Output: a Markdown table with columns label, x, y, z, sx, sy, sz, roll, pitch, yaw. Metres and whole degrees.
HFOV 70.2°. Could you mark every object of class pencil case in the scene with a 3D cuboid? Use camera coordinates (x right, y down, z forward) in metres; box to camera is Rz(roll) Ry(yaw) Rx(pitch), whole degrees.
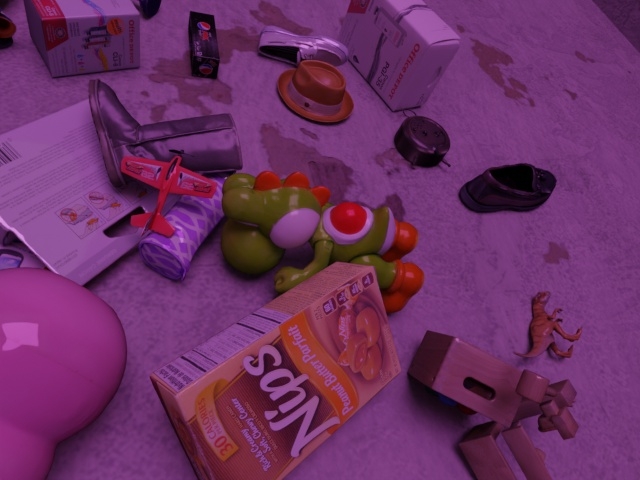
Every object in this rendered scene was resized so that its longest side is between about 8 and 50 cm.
| label | x | y | z | sx | sy | sz | roll | pitch | yaw |
| --- | --- | --- | --- | --- | --- | --- | --- | --- | --- |
| pencil case | -0.205 | -0.032 | 0.750 | 0.088 | 0.086 | 0.206 | 37 | 52 | -8 |

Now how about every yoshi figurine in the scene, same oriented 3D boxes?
| label | x | y | z | sx | sy | sz | roll | pitch | yaw |
| --- | --- | --- | --- | --- | --- | --- | --- | --- | --- |
| yoshi figurine | -0.014 | 0.008 | 0.776 | 0.361 | 0.203 | 0.203 | 21 | 91 | -24 |

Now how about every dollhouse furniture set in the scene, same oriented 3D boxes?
| label | x | y | z | sx | sy | sz | roll | pitch | yaw |
| --- | --- | --- | --- | --- | --- | --- | --- | --- | --- |
| dollhouse furniture set | 0.330 | 0.317 | 0.695 | 0.151 | 0.144 | 0.123 | -14 | 72 | -50 |

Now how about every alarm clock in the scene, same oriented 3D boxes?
| label | x | y | z | sx | sy | sz | roll | pitch | yaw |
| --- | --- | --- | --- | --- | --- | --- | --- | --- | --- |
| alarm clock | 0.242 | -0.259 | 1.106 | 0.129 | 0.064 | 0.192 | -2 | 54 | -23 |

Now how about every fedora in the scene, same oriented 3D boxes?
| label | x | y | z | sx | sy | sz | roll | pitch | yaw |
| --- | --- | --- | --- | --- | --- | --- | --- | --- | --- |
| fedora | -0.003 | -0.364 | 1.068 | 0.194 | 0.079 | 0.195 | 10 | 53 | -14 |

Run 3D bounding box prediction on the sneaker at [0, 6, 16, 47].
| label | x | y | z | sx | sy | sz | roll | pitch | yaw |
| --- | --- | --- | --- | --- | --- | --- | --- | --- | --- |
| sneaker | -0.640 | -0.474 | 0.880 | 0.180 | 0.125 | 0.321 | 33 | 61 | -2 |

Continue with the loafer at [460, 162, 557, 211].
| label | x | y | z | sx | sy | sz | roll | pitch | yaw |
| --- | --- | --- | --- | --- | --- | --- | --- | --- | --- |
| loafer | 0.473 | -0.135 | 1.085 | 0.302 | 0.095 | 0.109 | -11 | 61 | -28 |

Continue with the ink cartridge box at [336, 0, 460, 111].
| label | x | y | z | sx | sy | sz | roll | pitch | yaw |
| --- | --- | --- | --- | --- | --- | --- | --- | --- | --- |
| ink cartridge box | 0.187 | -0.506 | 1.162 | 0.117 | 0.207 | 0.283 | -22 | 66 | -31 |

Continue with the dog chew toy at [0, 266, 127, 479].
| label | x | y | z | sx | sy | sz | roll | pitch | yaw |
| --- | --- | --- | --- | --- | --- | --- | --- | --- | --- |
| dog chew toy | -0.354 | 0.193 | 0.464 | 0.206 | 0.207 | 0.332 | 26 | 59 | -3 |

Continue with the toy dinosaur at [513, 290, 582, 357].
| label | x | y | z | sx | sy | sz | roll | pitch | yaw |
| --- | --- | --- | --- | --- | --- | --- | --- | --- | --- |
| toy dinosaur | 0.431 | 0.185 | 0.876 | 0.112 | 0.064 | 0.211 | 22 | 39 | 17 |

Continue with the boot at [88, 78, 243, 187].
| label | x | y | z | sx | sy | sz | roll | pitch | yaw |
| --- | --- | --- | --- | --- | --- | --- | --- | --- | --- |
| boot | -0.246 | -0.184 | 0.736 | 0.208 | 0.076 | 0.190 | -16 | 90 | -12 |

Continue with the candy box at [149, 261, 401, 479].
| label | x | y | z | sx | sy | sz | roll | pitch | yaw |
| --- | --- | --- | --- | --- | --- | --- | --- | --- | --- |
| candy box | -0.037 | 0.177 | 0.609 | 0.316 | 0.087 | 0.183 | -29 | 110 | -35 |

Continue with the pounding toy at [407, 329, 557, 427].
| label | x | y | z | sx | sy | sz | roll | pitch | yaw |
| --- | --- | --- | --- | --- | --- | --- | --- | --- | --- |
| pounding toy | 0.249 | 0.221 | 0.668 | 0.181 | 0.206 | 0.094 | 28 | 82 | -2 |

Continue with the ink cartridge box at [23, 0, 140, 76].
| label | x | y | z | sx | sy | sz | roll | pitch | yaw |
| --- | --- | --- | --- | --- | --- | --- | --- | --- | --- |
| ink cartridge box | -0.461 | -0.421 | 0.893 | 0.176 | 0.128 | 0.127 | -23 | 68 | -32 |

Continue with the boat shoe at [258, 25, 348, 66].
| label | x | y | z | sx | sy | sz | roll | pitch | yaw |
| --- | --- | --- | --- | --- | --- | --- | --- | --- | --- |
| boat shoe | -0.045 | -0.462 | 1.132 | 0.226 | 0.083 | 0.076 | 11 | 63 | 1 |

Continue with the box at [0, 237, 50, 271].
| label | x | y | z | sx | sy | sz | roll | pitch | yaw |
| --- | --- | --- | --- | --- | --- | --- | --- | --- | --- |
| box | -0.434 | 0.040 | 0.642 | 0.081 | 0.028 | 0.136 | 22 | 53 | -5 |

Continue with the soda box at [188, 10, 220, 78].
| label | x | y | z | sx | sy | sz | roll | pitch | yaw |
| --- | --- | --- | --- | --- | --- | --- | --- | --- | --- |
| soda box | -0.267 | -0.447 | 1.037 | 0.060 | 0.053 | 0.169 | 1 | 57 | -22 |

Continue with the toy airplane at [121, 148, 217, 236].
| label | x | y | z | sx | sy | sz | roll | pitch | yaw |
| --- | --- | --- | --- | --- | --- | --- | --- | --- | --- |
| toy airplane | -0.231 | -0.070 | 0.678 | 0.151 | 0.028 | 0.151 | 1 | 72 | -3 |

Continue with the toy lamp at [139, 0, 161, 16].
| label | x | y | z | sx | sy | sz | roll | pitch | yaw |
| --- | --- | --- | --- | --- | --- | --- | --- | --- | --- |
| toy lamp | -0.507 | -0.612 | 1.043 | 0.274 | 0.080 | 0.080 | 24 | 51 | -3 |

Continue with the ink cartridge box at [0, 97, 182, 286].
| label | x | y | z | sx | sy | sz | roll | pitch | yaw |
| --- | --- | --- | --- | --- | --- | --- | --- | --- | --- |
| ink cartridge box | -0.373 | -0.080 | 0.716 | 0.239 | 0.060 | 0.275 | 50 | 44 | -10 |
